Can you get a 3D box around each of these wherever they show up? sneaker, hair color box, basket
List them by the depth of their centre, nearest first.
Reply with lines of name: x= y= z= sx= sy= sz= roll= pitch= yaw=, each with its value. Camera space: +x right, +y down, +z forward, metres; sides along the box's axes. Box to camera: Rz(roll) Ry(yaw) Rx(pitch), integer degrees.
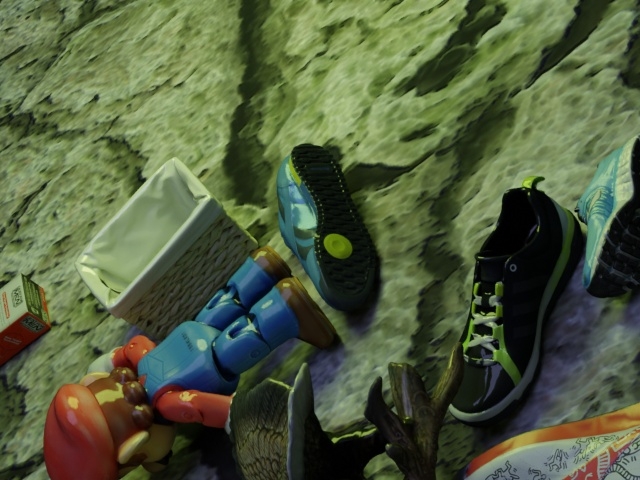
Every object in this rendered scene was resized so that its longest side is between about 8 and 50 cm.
sneaker: x=0.218 y=0.220 z=1.306 sx=0.270 sy=0.090 sz=0.145 roll=-24 pitch=44 yaw=23
sneaker: x=0.263 y=-0.015 z=1.486 sx=0.073 sy=0.063 sz=0.162 roll=-22 pitch=39 yaw=50
sneaker: x=0.156 y=0.050 z=1.487 sx=0.084 sy=0.097 sz=0.234 roll=3 pitch=62 yaw=43
sneaker: x=0.000 y=0.000 z=1.703 sx=0.082 sy=0.069 sz=0.209 roll=-59 pitch=37 yaw=42
basket: x=-0.163 y=0.015 z=1.794 sx=0.167 sy=0.103 sz=0.113 roll=-48 pitch=40 yaw=2
hair color box: x=-0.389 y=0.110 z=1.966 sx=0.141 sy=0.043 sz=0.072 roll=-37 pitch=42 yaw=15

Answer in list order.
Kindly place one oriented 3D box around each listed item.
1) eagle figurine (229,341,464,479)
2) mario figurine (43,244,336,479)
eagle figurine: x=-0.015 y=0.227 z=1.422 sx=0.298 sy=0.226 sz=0.225 roll=-25 pitch=86 yaw=34
mario figurine: x=-0.134 y=0.157 z=1.678 sx=0.320 sy=0.170 sz=0.198 roll=-36 pitch=4 yaw=-1
